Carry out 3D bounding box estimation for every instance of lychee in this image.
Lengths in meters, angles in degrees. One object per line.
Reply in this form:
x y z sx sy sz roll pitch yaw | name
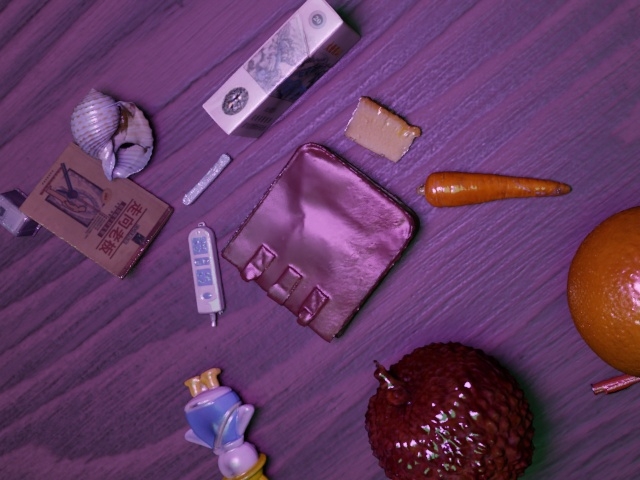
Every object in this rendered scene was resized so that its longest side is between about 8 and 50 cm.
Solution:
0.199 0.290 1.385 0.300 0.264 0.264 34 102 -14 | lychee

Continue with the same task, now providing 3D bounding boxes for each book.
-0.405 -0.054 1.555 0.231 0.026 0.161 33 77 5 | book

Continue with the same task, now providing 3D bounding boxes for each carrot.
0.287 -0.085 1.433 0.257 0.061 0.061 0 96 9 | carrot

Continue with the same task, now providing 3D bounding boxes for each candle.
0.536 0.226 1.436 0.167 0.021 0.026 -21 72 13 | candle

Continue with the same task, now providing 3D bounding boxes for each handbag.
0.000 0.000 1.484 0.260 0.084 0.275 36 102 5 | handbag

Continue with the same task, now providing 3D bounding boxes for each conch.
-0.367 -0.196 1.525 0.135 0.102 0.153 -17 126 2 | conch

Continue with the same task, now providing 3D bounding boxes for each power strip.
-0.205 0.062 1.557 0.047 0.030 0.191 -7 94 12 | power strip

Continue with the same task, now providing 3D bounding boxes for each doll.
-0.169 0.352 1.549 0.135 0.099 0.241 -28 92 -10 | doll

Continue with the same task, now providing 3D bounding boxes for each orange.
0.505 0.076 1.302 0.274 0.274 0.274 1 96 11 | orange

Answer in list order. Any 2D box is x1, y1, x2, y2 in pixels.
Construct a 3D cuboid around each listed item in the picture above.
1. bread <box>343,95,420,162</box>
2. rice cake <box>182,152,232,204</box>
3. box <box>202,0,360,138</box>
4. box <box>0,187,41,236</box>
0.102 -0.180 1.446 0.109 0.080 0.084 33 103 8 | bread
-0.203 -0.109 1.542 0.021 0.022 0.121 45 103 4 | rice cake
-0.059 -0.280 1.423 0.256 0.164 0.069 -42 85 13 | box
-0.563 -0.049 1.598 0.085 0.063 0.060 39 101 3 | box
